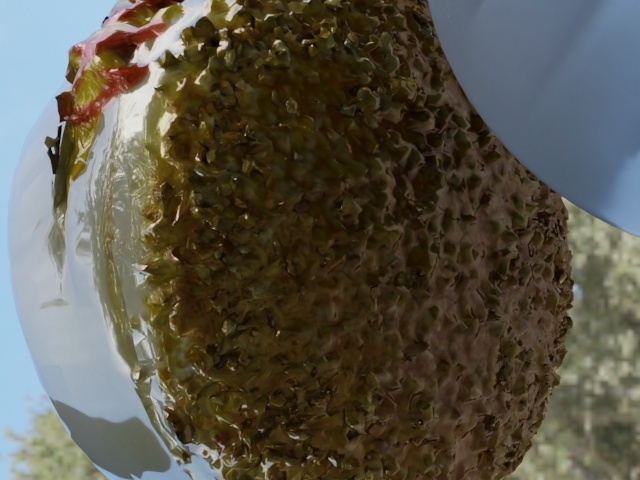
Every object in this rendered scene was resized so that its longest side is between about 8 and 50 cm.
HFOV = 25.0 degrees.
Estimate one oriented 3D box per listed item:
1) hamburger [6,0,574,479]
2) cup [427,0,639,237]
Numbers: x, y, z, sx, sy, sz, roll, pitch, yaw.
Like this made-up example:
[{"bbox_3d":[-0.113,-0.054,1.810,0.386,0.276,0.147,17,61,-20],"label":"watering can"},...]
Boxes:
[{"bbox_3d":[0.000,0.000,0.655,0.276,0.179,0.294,-28,-80,-45],"label":"hamburger"},{"bbox_3d":[0.199,-0.170,0.449,0.323,0.237,0.327,-40,-10,-16],"label":"cup"}]
